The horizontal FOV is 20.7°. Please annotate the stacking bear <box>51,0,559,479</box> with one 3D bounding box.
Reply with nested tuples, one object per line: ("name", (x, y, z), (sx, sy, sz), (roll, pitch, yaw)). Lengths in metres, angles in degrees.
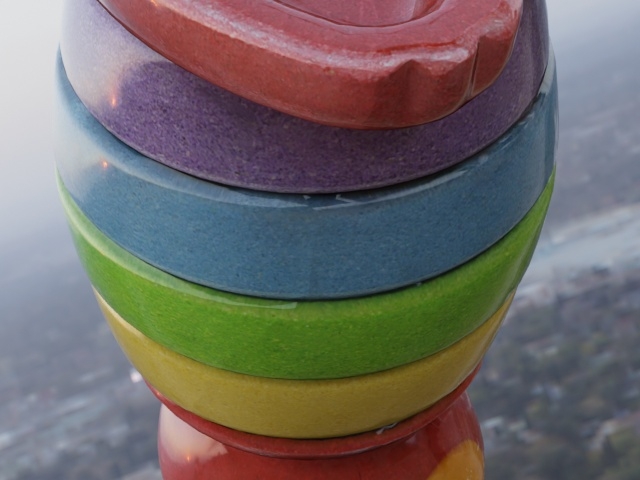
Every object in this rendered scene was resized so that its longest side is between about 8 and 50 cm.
("stacking bear", (0.000, 0.000, 0.554), (0.164, 0.289, 0.175), (25, 47, 24))
